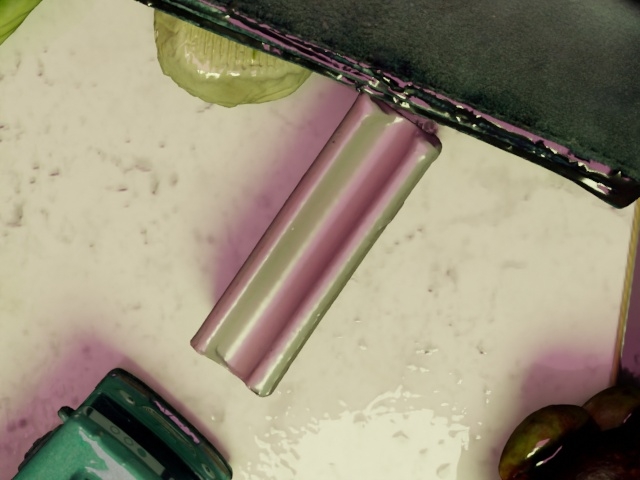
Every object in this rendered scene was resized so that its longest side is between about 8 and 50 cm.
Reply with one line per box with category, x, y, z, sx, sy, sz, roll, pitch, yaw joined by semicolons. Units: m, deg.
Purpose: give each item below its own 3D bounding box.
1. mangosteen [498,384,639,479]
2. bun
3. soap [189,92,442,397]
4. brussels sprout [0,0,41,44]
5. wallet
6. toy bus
mangosteen;0.193;0.203;0.968;0.210;0.210;0.209;0;95;3
bun;-0.056;-0.141;1.013;0.115;0.069;0.115;2;82;-14
soap;0.000;0.000;0.995;0.065;0.122;0.203;34;94;1
brussels sprout;-0.274;-0.202;0.981;0.223;0.161;0.223;-3;115;-7
wallet;0.052;-0.158;0.965;0.379;0.190;0.046;24;139;1
toy bus;-0.186;0.220;1.012;0.128;0.147;0.256;43;96;-3
